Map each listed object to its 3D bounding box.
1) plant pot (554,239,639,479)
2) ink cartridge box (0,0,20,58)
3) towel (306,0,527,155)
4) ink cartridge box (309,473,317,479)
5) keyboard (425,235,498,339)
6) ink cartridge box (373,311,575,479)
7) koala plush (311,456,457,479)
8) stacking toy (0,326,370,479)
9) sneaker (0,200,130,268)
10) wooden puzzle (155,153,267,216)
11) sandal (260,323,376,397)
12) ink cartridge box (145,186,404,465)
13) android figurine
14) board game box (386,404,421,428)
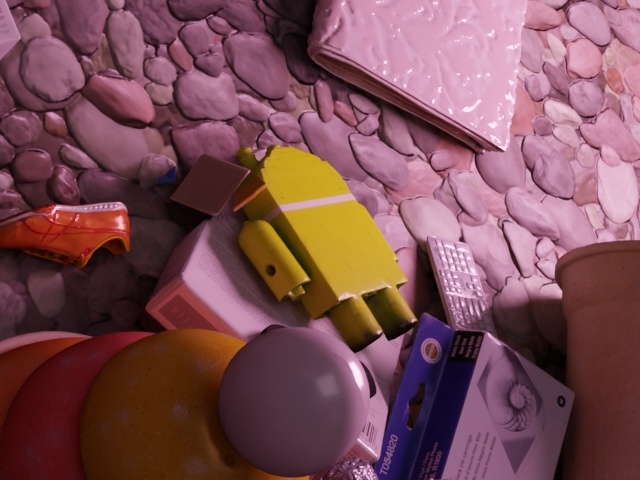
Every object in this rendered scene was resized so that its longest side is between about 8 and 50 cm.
[{"bbox_3d":[0.429,0.202,1.870,0.334,0.334,0.305,23,70,-28],"label":"plant pot"},{"bbox_3d":[-0.423,-0.270,1.540,0.154,0.093,0.212,-16,79,-40],"label":"ink cartridge box"},{"bbox_3d":[0.138,-0.310,2.014,0.317,0.053,0.332,28,57,-26],"label":"towel"},{"bbox_3d":[-0.001,0.316,1.641,0.179,0.045,0.145,37,53,-16],"label":"ink cartridge box"},{"bbox_3d":[0.187,0.107,1.858,0.072,0.014,0.256,8,54,-32],"label":"keyboard"},{"bbox_3d":[0.180,0.223,1.732,0.224,0.045,0.223,32,62,-26],"label":"ink cartridge box"},{"bbox_3d":[0.068,0.335,1.558,0.203,0.196,0.221,32,12,11],"label":"koala plush"},{"bbox_3d":[-0.127,0.193,1.307,0.351,0.480,0.350,15,63,-32],"label":"stacking toy"},{"bbox_3d":[-0.269,-0.003,1.563,0.175,0.064,0.067,-5,84,-36],"label":"sneaker"},{"bbox_3d":[-0.120,-0.060,1.672,0.078,0.116,0.014,-47,144,-20],"label":"wooden puzzle"},{"bbox_3d":[0.004,0.122,1.607,0.179,0.040,0.067,23,39,-43],"label":"sandal"},{"bbox_3d":[-0.039,0.090,1.696,0.296,0.066,0.261,44,27,-14],"label":"ink cartridge box"},{"bbox_3d":[0.000,0.000,1.724,0.273,0.056,0.248,55,29,12],"label":"android figurine"},{"bbox_3d":[0.159,0.274,1.779,0.141,0.048,0.170,-2,72,-36],"label":"board game box"}]
